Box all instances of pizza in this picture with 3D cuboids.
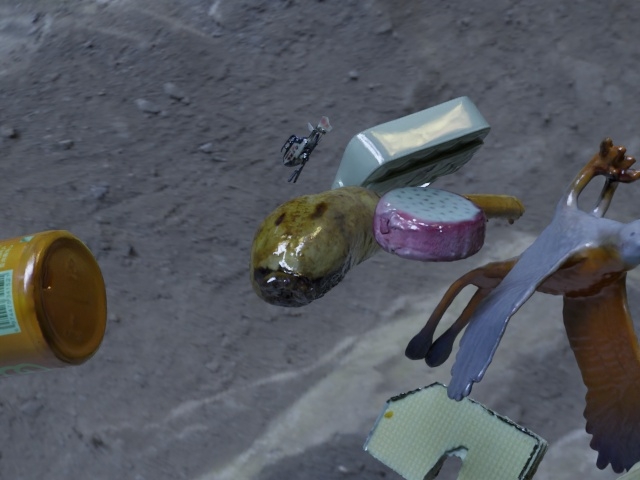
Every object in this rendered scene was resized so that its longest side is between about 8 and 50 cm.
[{"bbox_3d":[0.220,-0.041,1.896,0.271,0.134,0.056,-2,71,-38],"label":"pizza"}]

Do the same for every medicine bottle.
[{"bbox_3d":[-0.254,0.054,0.803,0.192,0.096,0.096,-11,101,19],"label":"medicine bottle"}]

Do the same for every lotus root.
[{"bbox_3d":[0.000,0.000,1.140,0.110,0.258,0.097,-35,87,25],"label":"lotus root"}]

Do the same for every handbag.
[{"bbox_3d":[0.121,-0.103,1.704,0.256,0.219,0.079,-22,68,-29],"label":"handbag"}]

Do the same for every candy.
[{"bbox_3d":[0.097,-0.015,1.021,0.103,0.103,0.043,-2,113,-23],"label":"candy"}]

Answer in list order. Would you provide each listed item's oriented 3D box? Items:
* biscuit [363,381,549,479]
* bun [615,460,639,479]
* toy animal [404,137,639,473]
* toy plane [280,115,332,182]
[{"bbox_3d":[0.179,0.283,1.550,0.046,0.250,0.147,28,88,-48],"label":"biscuit"},{"bbox_3d":[0.332,0.255,0.868,0.352,0.349,0.227,-15,67,-53],"label":"bun"},{"bbox_3d":[0.226,0.043,1.143,0.225,0.284,0.302,24,97,-22],"label":"toy animal"},{"bbox_3d":[-0.024,-0.145,1.752,0.031,0.049,0.120,8,130,-43],"label":"toy plane"}]
